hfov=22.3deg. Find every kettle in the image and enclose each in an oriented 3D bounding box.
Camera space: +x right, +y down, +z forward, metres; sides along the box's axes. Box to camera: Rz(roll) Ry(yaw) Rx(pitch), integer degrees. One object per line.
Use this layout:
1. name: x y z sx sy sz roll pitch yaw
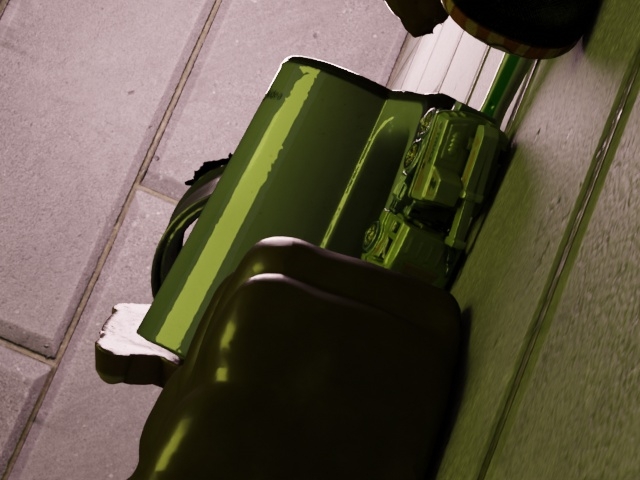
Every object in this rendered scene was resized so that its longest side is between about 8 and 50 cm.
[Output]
1. kettle: 0.000 0.000 1.831 0.376 0.250 0.361 -65 23 -6

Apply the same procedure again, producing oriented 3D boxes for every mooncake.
1. mooncake: -0.046 0.179 1.239 0.378 0.201 0.378 -157 90 -86

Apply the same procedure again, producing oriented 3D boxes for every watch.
1. watch: -0.115 0.056 2.214 0.314 0.335 0.327 -75 -1 -74

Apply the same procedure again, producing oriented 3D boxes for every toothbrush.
1. toothbrush: 0.138 -0.085 1.495 0.040 0.042 0.418 -16 -44 -51

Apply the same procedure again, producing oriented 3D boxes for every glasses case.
1. glasses case: 0.184 -0.274 1.326 0.082 0.122 0.321 119 174 -52

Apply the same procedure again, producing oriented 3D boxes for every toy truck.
1. toy truck: 0.106 -0.035 1.406 0.169 0.077 0.100 -63 17 5

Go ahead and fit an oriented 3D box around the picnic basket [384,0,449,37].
1. picnic basket: 0.106 -0.399 1.561 0.254 0.321 0.291 -30 -11 -20
